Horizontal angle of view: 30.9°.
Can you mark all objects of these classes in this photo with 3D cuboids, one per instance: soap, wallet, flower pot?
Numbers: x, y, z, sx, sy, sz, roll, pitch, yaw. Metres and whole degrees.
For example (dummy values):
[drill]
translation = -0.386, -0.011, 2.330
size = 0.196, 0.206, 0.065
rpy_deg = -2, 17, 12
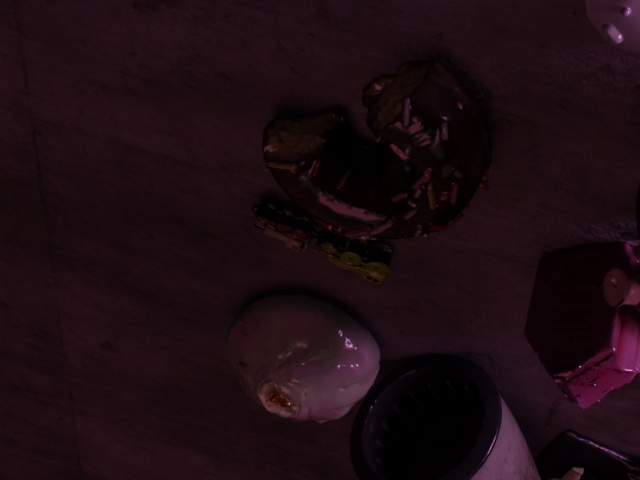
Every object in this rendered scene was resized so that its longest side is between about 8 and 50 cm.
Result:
[soap]
translation = 0.399, 0.128, 1.722
size = 0.162, 0.250, 0.099
rpy_deg = -13, 133, 34
[wallet]
translation = 0.572, 0.492, 2.262
size = 0.323, 0.041, 0.247
rpy_deg = 27, 141, 1
[flower pot]
translation = 0.254, 0.412, 2.131
size = 0.293, 0.294, 0.330
rpy_deg = -7, 142, 31

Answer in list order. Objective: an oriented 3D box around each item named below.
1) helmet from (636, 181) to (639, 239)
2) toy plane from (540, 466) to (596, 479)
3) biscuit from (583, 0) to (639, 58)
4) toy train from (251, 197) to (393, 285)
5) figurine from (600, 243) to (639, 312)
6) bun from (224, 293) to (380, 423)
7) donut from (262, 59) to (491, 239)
[helmet]
translation = 0.538, -0.026, 1.453
size = 0.385, 0.337, 0.230
rpy_deg = 49, 169, -25
[toy plane]
translation = 0.486, 0.502, 2.222
size = 0.244, 0.092, 0.229
rpy_deg = 0, 134, 36
[biscuit]
translation = 0.400, -0.292, 1.372
size = 0.181, 0.049, 0.208
rpy_deg = -18, 130, 38
[toy train]
translation = 0.000, 0.000, 1.913
size = 0.249, 0.053, 0.085
rpy_deg = 23, 148, -2
[figurine]
translation = 0.533, 0.078, 1.655
size = 0.276, 0.133, 0.200
rpy_deg = 18, -176, -28
[bun]
translation = -0.041, 0.240, 2.119
size = 0.293, 0.187, 0.293
rpy_deg = 11, 142, 9
[donut]
translation = 0.091, -0.106, 1.678
size = 0.345, 0.136, 0.259
rpy_deg = -12, 129, 38
